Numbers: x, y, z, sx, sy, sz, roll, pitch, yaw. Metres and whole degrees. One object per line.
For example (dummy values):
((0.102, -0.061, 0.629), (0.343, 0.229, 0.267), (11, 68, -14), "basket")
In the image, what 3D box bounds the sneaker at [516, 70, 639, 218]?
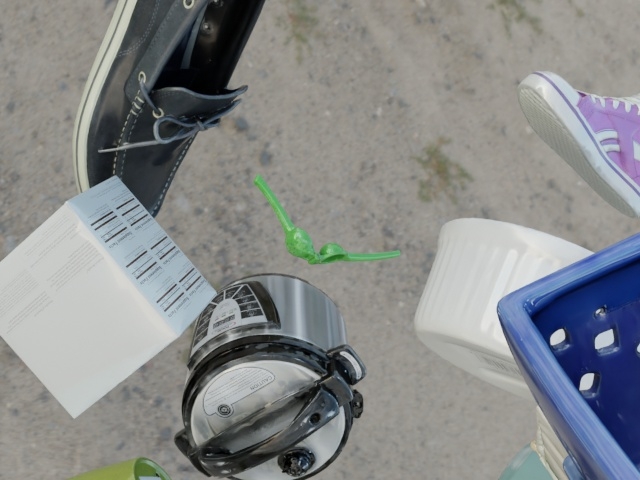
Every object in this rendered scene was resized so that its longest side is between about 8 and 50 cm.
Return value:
((0.370, -0.165, 1.164), (0.282, 0.102, 0.161), (35, 95, -38), "sneaker")

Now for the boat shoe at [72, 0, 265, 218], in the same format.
((-0.193, -0.200, 1.199), (0.156, 0.500, 0.186), (35, 28, 19), "boat shoe")

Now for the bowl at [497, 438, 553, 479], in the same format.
((0.348, 0.412, 1.349), (0.311, 0.163, 0.312), (-35, 140, -35), "bowl")

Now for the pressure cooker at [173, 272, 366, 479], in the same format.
((-0.104, 0.308, 1.940), (0.375, 0.370, 0.420), (12, 28, -8), "pressure cooker")

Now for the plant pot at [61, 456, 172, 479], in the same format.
((-0.375, 0.494, 1.498), (0.275, 0.293, 0.275), (53, 7, -9), "plant pot")

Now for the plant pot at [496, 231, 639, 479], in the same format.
((0.285, 0.132, 0.623), (0.235, 0.236, 0.212), (-24, 121, -1), "plant pot")

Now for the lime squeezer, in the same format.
((0.000, 0.000, 1.661), (0.310, 0.059, 0.110), (27, 41, -14), "lime squeezer")

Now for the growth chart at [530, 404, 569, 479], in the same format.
((0.290, 0.267, 1.026), (0.021, 0.237, 0.172), (-30, 60, -6), "growth chart")

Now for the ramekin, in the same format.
((0.242, 0.097, 1.057), (0.277, 0.277, 0.135), (33, 76, -28), "ramekin")

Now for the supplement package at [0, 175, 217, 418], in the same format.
((-0.280, 0.067, 1.138), (0.203, 0.194, 0.149), (50, 20, -5), "supplement package")
